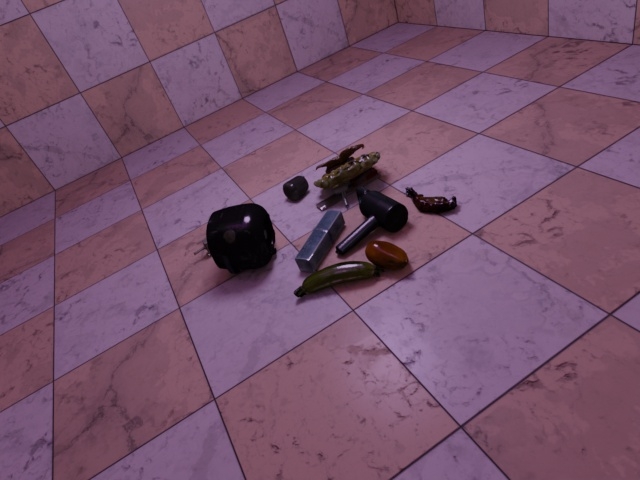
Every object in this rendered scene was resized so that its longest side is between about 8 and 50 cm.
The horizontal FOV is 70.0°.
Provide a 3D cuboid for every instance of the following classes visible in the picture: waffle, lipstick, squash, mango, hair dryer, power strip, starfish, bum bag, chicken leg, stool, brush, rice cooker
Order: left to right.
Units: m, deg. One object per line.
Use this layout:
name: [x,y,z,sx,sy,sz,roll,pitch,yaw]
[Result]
power strip: [-0.462,0.018,1.957,0.175,0.075,0.042,-31,39,-14]
rice cooker: [-0.299,-0.010,1.771,0.224,0.267,0.267,-7,38,8]
stool: [-0.112,-0.243,2.102,0.096,0.096,0.110,16,46,40]
lipstick: [0.000,0.000,1.744,0.077,0.076,0.290,6,44,31]
squash: [0.057,0.120,1.565,0.318,0.071,0.080,-16,37,8]
starfish: [0.084,-0.354,1.988,0.240,0.043,0.227,-25,-8,-16]
bum bag: [0.106,-0.347,2.182,0.159,0.026,0.109,-26,37,-6]
hair dryer: [0.097,-0.184,1.946,0.063,0.038,0.124,-17,66,9]
waffle: [0.116,-0.301,1.995,0.317,0.073,0.297,-26,8,9]
brush: [0.121,-0.232,2.010,0.321,0.050,0.060,-32,41,-13]
hair dryer: [0.149,-0.068,1.749,0.302,0.116,0.244,-39,36,-11]
mango: [0.229,0.055,1.558,0.159,0.084,0.105,31,34,29]
chicken leg: [0.410,-0.157,1.763,0.106,0.051,0.253,-32,36,-25]
